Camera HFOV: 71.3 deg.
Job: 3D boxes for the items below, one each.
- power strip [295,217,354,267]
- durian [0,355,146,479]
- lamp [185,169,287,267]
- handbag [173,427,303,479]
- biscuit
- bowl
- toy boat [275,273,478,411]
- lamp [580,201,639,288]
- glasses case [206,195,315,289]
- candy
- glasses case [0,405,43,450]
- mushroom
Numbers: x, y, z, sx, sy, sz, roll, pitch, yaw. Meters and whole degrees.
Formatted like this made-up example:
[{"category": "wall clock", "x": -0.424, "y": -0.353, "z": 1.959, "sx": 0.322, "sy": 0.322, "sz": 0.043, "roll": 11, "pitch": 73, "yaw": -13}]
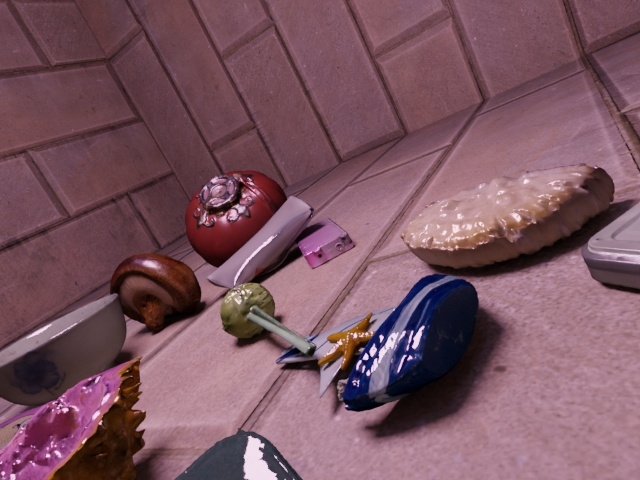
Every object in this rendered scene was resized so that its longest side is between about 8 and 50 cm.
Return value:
[{"category": "power strip", "x": 0.000, "y": 0.000, "z": 1.069, "sx": 0.109, "sy": 0.037, "sz": 0.279, "roll": -29, "pitch": 13, "yaw": -3}, {"category": "durian", "x": -0.296, "y": 0.278, "z": 0.452, "sx": 0.341, "sy": 0.112, "sz": 0.191, "roll": -41, "pitch": 27, "yaw": -21}, {"category": "lamp", "x": -0.234, "y": -0.062, "z": 1.270, "sx": 0.303, "sy": 0.257, "sz": 0.303, "roll": -9, "pitch": 53, "yaw": 13}, {"category": "handbag", "x": -0.107, "y": 0.254, "z": 0.199, "sx": 0.326, "sy": 0.089, "sz": 0.238, "roll": -33, "pitch": 16, "yaw": -23}, {"category": "biscuit", "x": 0.232, "y": -0.027, "z": 0.611, "sx": 0.281, "sy": 0.084, "sz": 0.179, "roll": -15, "pitch": 17, "yaw": 41}, {"category": "bowl", "x": -0.522, "y": 0.244, "z": 0.926, "sx": 0.289, "sy": 0.146, "sz": 0.289, "roll": -26, "pitch": 11, "yaw": 5}, {"category": "toy boat", "x": 0.044, "y": 0.122, "z": 0.524, "sx": 0.220, "sy": 0.067, "sz": 0.291, "roll": -38, "pitch": 5, "yaw": -41}, {"category": "lamp", "x": 0.407, "y": -0.030, "z": 0.358, "sx": 0.269, "sy": 0.047, "sz": 0.266, "roll": -31, "pitch": 12, "yaw": -16}, {"category": "glasses case", "x": -0.129, "y": 0.020, "z": 1.098, "sx": 0.308, "sy": 0.083, "sz": 0.128, "roll": -46, "pitch": 31, "yaw": -17}, {"category": "candy", "x": -0.078, "y": 0.120, "z": 0.647, "sx": 0.093, "sy": 0.092, "sz": 0.335, "roll": -3, "pitch": 2, "yaw": -23}, {"category": "glasses case", "x": -0.473, "y": 0.323, "z": 0.548, "sx": 0.316, "sy": 0.075, "sz": 0.123, "roll": -35, "pitch": 14, "yaw": -30}, {"category": "mushroom", "x": -0.396, "y": 0.111, "z": 1.091, "sx": 0.232, "sy": 0.194, "sz": 0.138, "roll": -10, "pitch": 19, "yaw": 21}]
